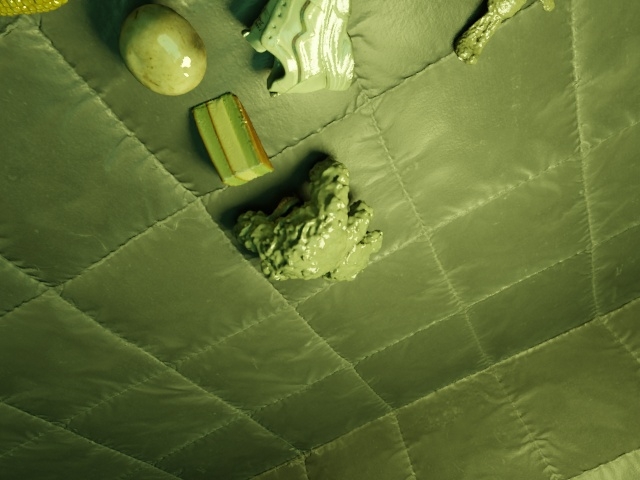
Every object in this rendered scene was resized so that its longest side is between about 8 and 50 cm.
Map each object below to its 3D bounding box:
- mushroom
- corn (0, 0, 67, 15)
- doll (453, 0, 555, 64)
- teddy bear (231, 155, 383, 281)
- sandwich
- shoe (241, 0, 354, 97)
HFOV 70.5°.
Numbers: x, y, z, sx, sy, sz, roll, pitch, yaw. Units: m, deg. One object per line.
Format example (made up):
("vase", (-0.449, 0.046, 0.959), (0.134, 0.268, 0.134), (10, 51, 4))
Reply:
("mushroom", (-0.299, -0.362, 0.867), (0.166, 0.127, 0.166), (7, 133, 8))
("corn", (-0.587, -0.421, 0.722), (0.344, 0.131, 0.131), (-9, 132, -7))
("doll", (0.397, -0.527, 0.962), (0.285, 0.091, 0.203), (-27, 121, 21))
("teddy bear", (0.000, 0.000, 1.243), (0.357, 0.225, 0.367), (-35, 145, 12))
("sandwich", (-0.204, -0.233, 1.076), (0.117, 0.144, 0.188), (-22, 96, 3))
("shoe", (-0.051, -0.431, 0.870), (0.210, 0.132, 0.342), (-16, 136, -6))
